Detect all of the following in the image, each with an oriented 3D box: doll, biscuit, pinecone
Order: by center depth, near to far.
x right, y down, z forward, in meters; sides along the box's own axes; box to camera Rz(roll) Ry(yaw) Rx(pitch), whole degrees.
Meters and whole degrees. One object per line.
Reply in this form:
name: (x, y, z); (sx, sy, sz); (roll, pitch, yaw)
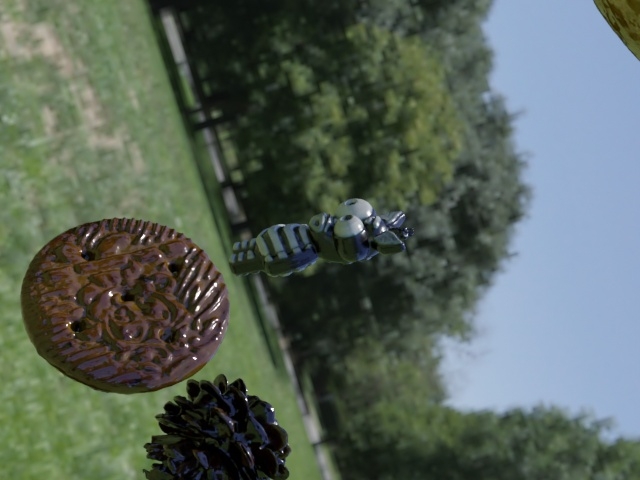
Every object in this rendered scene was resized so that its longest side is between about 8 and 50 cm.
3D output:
biscuit: (-0.173, 0.053, 1.289); (0.027, 0.188, 0.188); (109, -29, -50)
pinecone: (-0.097, 0.194, 1.311); (0.140, 0.121, 0.140); (35, -36, 30)
doll: (0.000, 0.000, 1.686); (0.091, 0.219, 0.067); (-76, 154, -63)

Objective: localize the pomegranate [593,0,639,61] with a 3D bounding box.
pomegranate: (0.269, -0.180, 0.711); (0.307, 0.307, 0.307); (163, -90, -90)
